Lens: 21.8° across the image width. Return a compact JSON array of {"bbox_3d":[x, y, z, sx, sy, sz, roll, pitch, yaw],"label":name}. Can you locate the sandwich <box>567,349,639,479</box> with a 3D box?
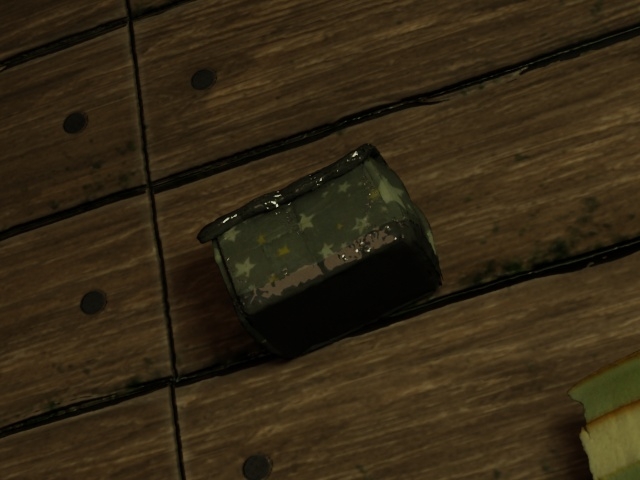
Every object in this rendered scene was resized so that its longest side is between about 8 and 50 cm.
[{"bbox_3d":[0.366,0.185,1.503,0.198,0.227,0.155,-36,49,44],"label":"sandwich"}]

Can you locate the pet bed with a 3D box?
[{"bbox_3d":[0.000,0.000,1.698,0.211,0.183,0.159,-28,63,8],"label":"pet bed"}]
